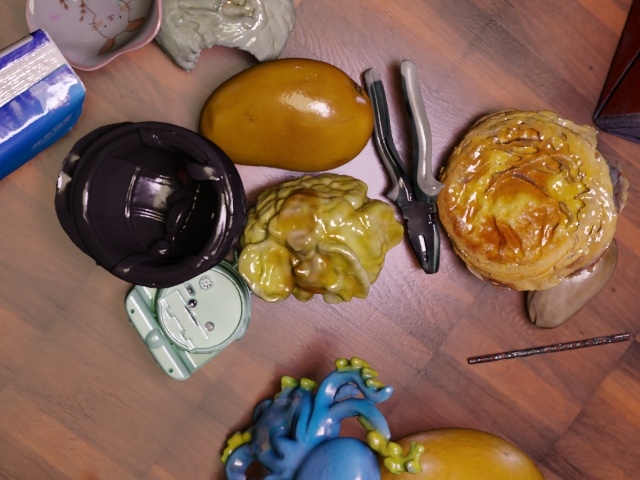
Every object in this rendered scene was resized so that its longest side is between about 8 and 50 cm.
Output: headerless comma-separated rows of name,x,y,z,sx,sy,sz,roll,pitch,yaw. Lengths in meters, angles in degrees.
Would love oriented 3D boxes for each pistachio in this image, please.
pistachio,0.385,0.056,1.893,0.108,0.126,0.185,40,91,33

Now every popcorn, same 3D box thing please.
popcorn,-0.005,0.005,1.769,0.235,0.217,0.181,6,113,23

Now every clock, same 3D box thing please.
clock,-0.176,0.095,1.829,0.210,0.066,0.159,-34,99,-5

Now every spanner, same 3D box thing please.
spanner,0.134,-0.107,1.851,0.095,0.040,0.325,-10,94,32

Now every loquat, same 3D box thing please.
loquat,0.194,0.437,1.767,0.328,0.359,0.329,-4,111,-10

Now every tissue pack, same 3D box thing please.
tissue pack,-0.460,-0.148,1.665,0.269,0.209,0.137,-36,90,-21

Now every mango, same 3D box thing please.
mango,-0.049,-0.183,1.778,0.254,0.139,0.176,2,125,-6

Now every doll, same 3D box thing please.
doll,-0.013,0.326,1.751,0.098,0.341,0.346,34,97,-34

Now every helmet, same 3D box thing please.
helmet,-0.225,-0.055,1.760,0.278,0.160,0.231,14,97,21

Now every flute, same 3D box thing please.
flute,0.364,0.172,1.940,0.269,0.014,0.014,-8,96,-8

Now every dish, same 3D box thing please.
dish,-0.307,-0.349,1.749,0.229,0.081,0.230,-1,86,17

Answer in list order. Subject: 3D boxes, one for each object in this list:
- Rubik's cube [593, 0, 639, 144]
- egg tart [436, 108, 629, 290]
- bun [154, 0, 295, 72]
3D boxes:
Rubik's cube,0.592,-0.247,1.822,0.260,0.255,0.259,21,93,-7
egg tart,0.322,-0.060,1.842,0.297,0.132,0.297,-3,83,29
bun,-0.138,-0.331,1.771,0.212,0.126,0.204,-32,97,-4
